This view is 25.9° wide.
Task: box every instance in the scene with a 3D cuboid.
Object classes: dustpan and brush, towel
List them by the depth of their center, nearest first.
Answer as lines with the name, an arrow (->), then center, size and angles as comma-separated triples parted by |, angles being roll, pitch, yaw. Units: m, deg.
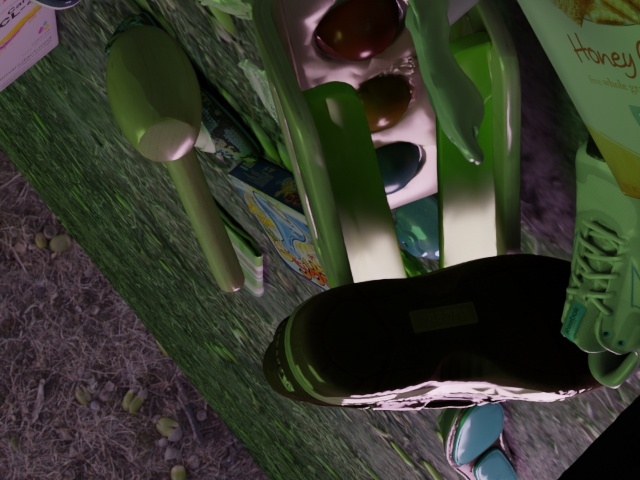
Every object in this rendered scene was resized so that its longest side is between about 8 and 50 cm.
dustpan and brush -> 0.047, -0.126, 0.644 | 0.211, 0.060, 0.147 | 63, -173, 31
towel -> -0.108, 0.007, 1.732 | 0.113, 0.023, 0.152 | 43, 163, 12

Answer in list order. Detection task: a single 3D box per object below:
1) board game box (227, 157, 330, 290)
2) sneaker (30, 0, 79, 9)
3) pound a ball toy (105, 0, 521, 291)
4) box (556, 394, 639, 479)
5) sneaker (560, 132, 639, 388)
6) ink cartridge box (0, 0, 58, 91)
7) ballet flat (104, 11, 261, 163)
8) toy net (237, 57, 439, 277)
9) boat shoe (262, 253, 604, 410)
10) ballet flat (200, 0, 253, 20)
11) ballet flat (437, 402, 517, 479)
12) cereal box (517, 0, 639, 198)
board game box -> 0.000, 0.000, 1.349 | 0.201, 0.035, 0.136 | 29, 156, 53
sneaker -> -0.270, -0.297, 1.272 | 0.163, 0.086, 0.226 | 32, 157, 56
pound a ball toy -> 0.003, -0.061, 0.837 | 0.319, 0.208, 0.136 | 74, 177, -60
box -> 0.324, 0.298, 0.804 | 0.395, 0.212, 0.293 | 55, 164, -25
sneaker -> 0.171, 0.021, 0.801 | 0.071, 0.083, 0.191 | 37, 160, 44
ink cartridge box -> -0.422, -0.249, 1.571 | 0.131, 0.226, 0.306 | 48, 167, 2
ballet flat -> -0.140, -0.134, 1.359 | 0.188, 0.070, 0.070 | 49, 166, -2
toy net -> 0.025, -0.064, 1.099 | 0.232, 0.045, 0.122 | 48, 168, 10
boat shoe -> 0.082, 0.062, 0.880 | 0.095, 0.257, 0.095 | -35, 57, 56
ballet flat -> -0.151, -0.270, 0.879 | 0.409, 0.147, 0.147 | 52, 166, -3
ballet flat -> 0.143, 0.192, 1.355 | 0.068, 0.072, 0.213 | 44, 166, 36
cereal box -> 0.145, -0.109, 0.598 | 0.240, 0.047, 0.173 | 55, 166, -24
